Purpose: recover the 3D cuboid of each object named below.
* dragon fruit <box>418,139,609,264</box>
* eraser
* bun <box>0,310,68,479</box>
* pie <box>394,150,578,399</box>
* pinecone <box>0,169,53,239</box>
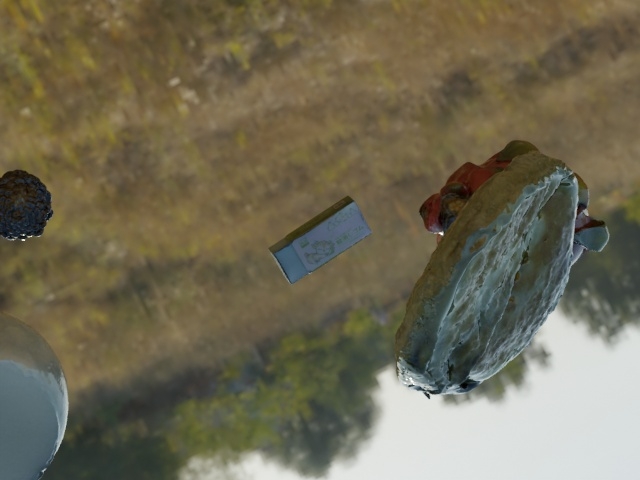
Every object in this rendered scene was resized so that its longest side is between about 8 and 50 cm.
[{"bbox_3d":[0.262,-0.023,1.974,0.227,0.224,0.224,-26,177,-41],"label":"dragon fruit"},{"bbox_3d":[0.000,0.000,1.209,0.083,0.038,0.019,-32,-150,-5],"label":"eraser"},{"bbox_3d":[-0.289,0.124,1.140,0.173,0.173,0.120,-26,-144,-2],"label":"bun"},{"bbox_3d":[0.193,0.045,1.622,0.339,0.077,0.339,-38,144,-34],"label":"pie"},{"bbox_3d":[-0.329,-0.039,1.557,0.077,0.077,0.083,-26,-165,2],"label":"pinecone"}]
